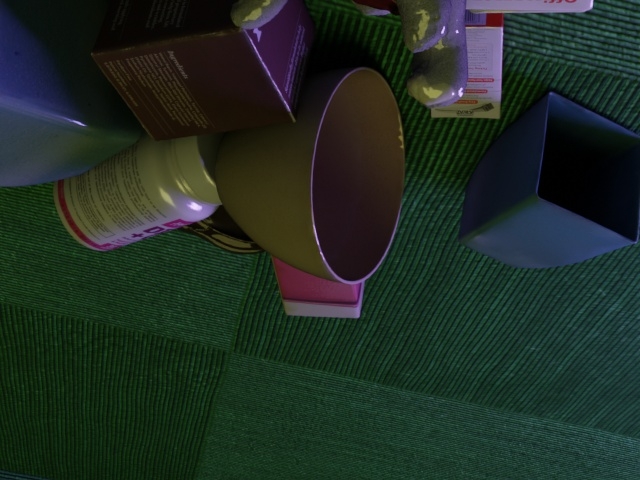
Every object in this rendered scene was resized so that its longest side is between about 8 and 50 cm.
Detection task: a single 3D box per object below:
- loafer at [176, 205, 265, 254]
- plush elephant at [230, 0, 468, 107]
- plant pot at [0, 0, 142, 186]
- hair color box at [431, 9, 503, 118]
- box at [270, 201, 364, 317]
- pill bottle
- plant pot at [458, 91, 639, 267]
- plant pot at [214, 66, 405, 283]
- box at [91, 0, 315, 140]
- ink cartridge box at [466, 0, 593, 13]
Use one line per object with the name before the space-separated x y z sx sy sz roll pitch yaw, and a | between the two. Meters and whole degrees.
loafer | -0.165 -0.040 1.699 0.220 0.080 0.078 14 147 -7
plush elephant | 0.006 -0.303 1.072 0.255 0.272 0.330 -10 139 -13
plant pot | -0.371 -0.203 1.377 0.247 0.248 0.252 -22 151 38
hair color box | 0.185 -0.228 1.356 0.093 0.053 0.167 2 145 9
box | 0.000 0.000 1.657 0.127 0.148 0.232 3 147 9
pill bottle | -0.242 -0.091 1.569 0.283 0.160 0.160 -16 139 34
plant pot | 0.305 -0.059 1.490 0.166 0.165 0.234 22 152 -18
plant pot | -0.028 -0.091 1.434 0.191 0.284 0.284 5 148 27
box | -0.138 -0.245 1.306 0.203 0.168 0.167 -5 143 22
ink cartridge box | 0.222 -0.346 1.138 0.148 0.086 0.203 3 146 11
